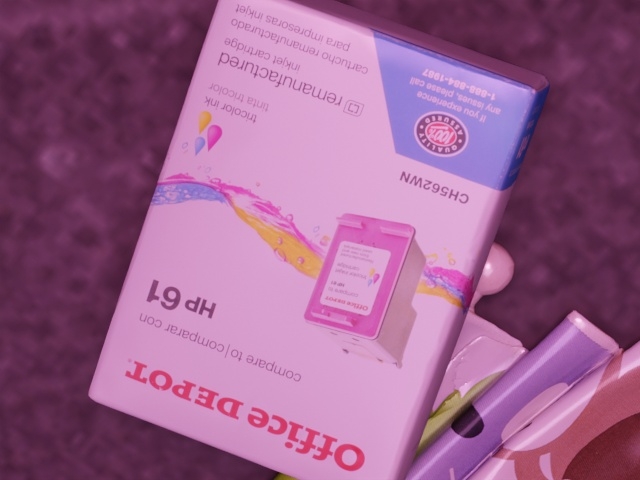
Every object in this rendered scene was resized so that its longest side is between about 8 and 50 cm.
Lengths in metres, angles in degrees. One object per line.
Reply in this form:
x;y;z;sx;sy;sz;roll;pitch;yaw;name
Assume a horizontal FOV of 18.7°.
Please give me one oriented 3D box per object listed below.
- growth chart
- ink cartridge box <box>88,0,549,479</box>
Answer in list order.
0.099;0.103;0.590;0.237;0.021;0.172;33;104;-9;growth chart
0.000;0.000;0.530;0.088;0.052;0.122;20;102;6;ink cartridge box
